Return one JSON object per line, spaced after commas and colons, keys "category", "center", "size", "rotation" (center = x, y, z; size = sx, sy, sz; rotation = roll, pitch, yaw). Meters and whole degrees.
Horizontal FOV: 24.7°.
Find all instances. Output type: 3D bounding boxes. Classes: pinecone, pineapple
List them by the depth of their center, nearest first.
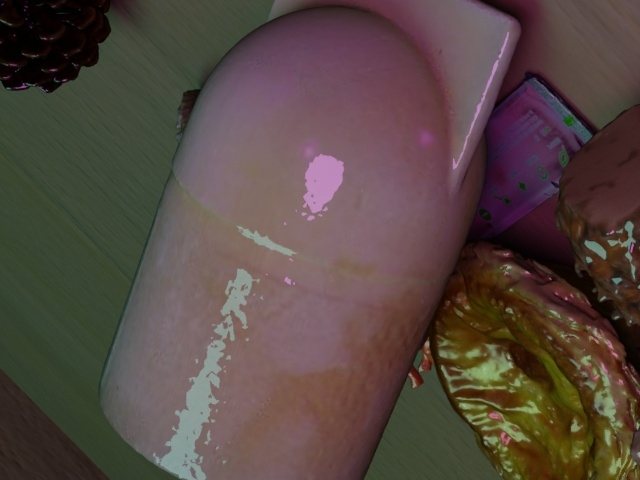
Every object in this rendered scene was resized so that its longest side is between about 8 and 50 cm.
{"category": "pineapple", "center": [0.280, 0.046, 1.016], "size": [0.170, 0.141, 0.310], "rotation": [0, 138, 51]}
{"category": "pinecone", "center": [-0.283, -0.239, 1.408], "size": [0.163, 0.163, 0.165], "rotation": [38, 155, 14]}

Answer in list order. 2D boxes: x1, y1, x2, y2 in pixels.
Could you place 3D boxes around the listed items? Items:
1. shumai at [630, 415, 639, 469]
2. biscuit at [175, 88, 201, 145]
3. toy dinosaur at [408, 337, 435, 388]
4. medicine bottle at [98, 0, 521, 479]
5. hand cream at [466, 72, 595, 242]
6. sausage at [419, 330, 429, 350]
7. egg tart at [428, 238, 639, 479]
{"category": "shumai", "center": [0.292, 0.071, 0.853], "size": [0.262, 0.267, 0.314], "rotation": [-14, 100, 55]}
{"category": "biscuit", "center": [-0.110, -0.043, 1.392], "size": [0.133, 0.032, 0.250], "rotation": [66, -166, -74]}
{"category": "toy dinosaur", "center": [0.091, 0.093, 1.469], "size": [0.279, 0.055, 0.101], "rotation": [0, 110, 57]}
{"category": "medicine bottle", "center": [-0.004, -0.022, 1.134], "size": [0.236, 0.236, 0.406], "rotation": [31, 110, 28]}
{"category": "hand cream", "center": [0.136, -0.050, 1.195], "size": [0.079, 0.050, 0.275], "rotation": [23, 153, -13]}
{"category": "sausage", "center": [0.000, 0.000, 1.347], "size": [0.152, 0.152, 0.279], "rotation": [7, 135, 54]}
{"category": "egg tart", "center": [0.203, 0.115, 1.216], "size": [0.295, 0.116, 0.295], "rotation": [47, 155, 30]}
